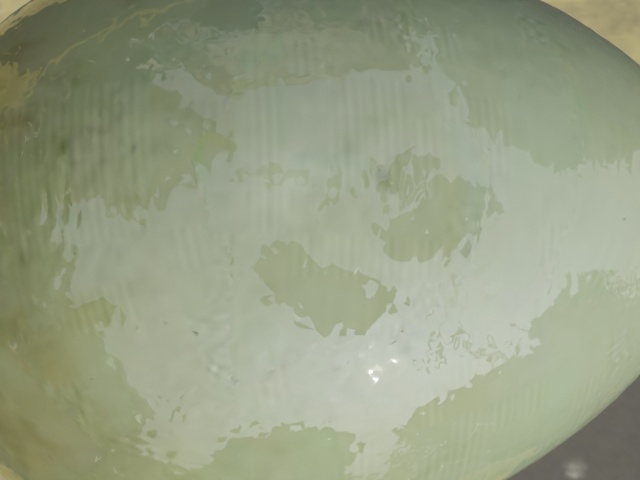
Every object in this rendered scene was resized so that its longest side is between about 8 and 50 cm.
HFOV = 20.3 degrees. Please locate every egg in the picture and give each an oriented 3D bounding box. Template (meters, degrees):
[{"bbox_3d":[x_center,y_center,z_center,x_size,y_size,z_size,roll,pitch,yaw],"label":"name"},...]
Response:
[{"bbox_3d":[0.000,0.000,0.639,0.295,0.218,0.218,-5,96,-12],"label":"egg"}]
